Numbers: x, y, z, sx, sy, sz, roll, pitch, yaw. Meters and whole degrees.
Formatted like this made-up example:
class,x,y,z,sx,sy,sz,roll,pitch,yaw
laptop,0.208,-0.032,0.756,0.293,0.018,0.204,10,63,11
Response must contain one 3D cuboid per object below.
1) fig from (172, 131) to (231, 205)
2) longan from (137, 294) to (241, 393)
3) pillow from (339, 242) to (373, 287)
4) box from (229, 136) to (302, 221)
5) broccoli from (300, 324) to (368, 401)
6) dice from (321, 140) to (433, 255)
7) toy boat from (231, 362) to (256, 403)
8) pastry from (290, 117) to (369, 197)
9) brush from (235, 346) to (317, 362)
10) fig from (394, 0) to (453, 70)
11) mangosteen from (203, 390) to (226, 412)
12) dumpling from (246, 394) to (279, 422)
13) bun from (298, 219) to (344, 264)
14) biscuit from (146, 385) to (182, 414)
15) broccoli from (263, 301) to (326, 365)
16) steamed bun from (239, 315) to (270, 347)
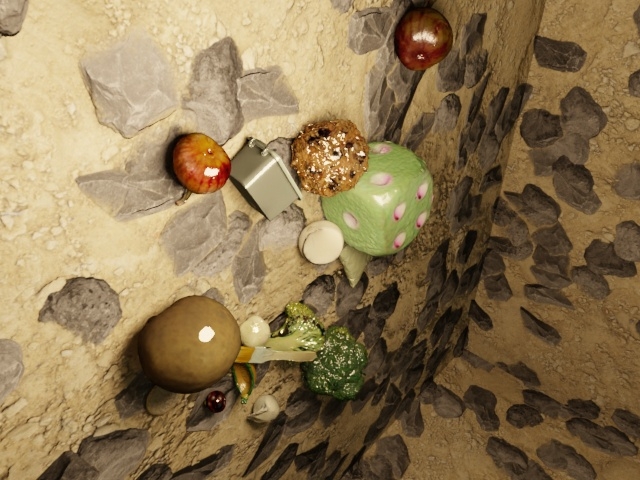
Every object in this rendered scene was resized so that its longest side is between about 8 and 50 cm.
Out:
class,x,y,z,sx,sy,sz,roll,pitch,yaw
fig,-0.311,-0.185,1.396,0.202,0.149,0.148,86,28,-55
longan,-0.384,0.308,1.545,0.297,0.297,0.297,-33,137,-37
pillow,0.174,0.023,2.264,0.281,0.076,0.274,-54,147,-23
box,-0.176,-0.177,1.583,0.135,0.163,0.243,-44,145,-10
broccoli,0.072,0.558,2.369,0.321,0.303,0.283,-53,176,-9
dice,0.216,-0.161,1.966,0.330,0.318,0.322,-40,142,-28
toy boat,-0.292,0.495,1.950,0.088,0.088,0.230,-46,131,-63
pastry,0.028,-0.274,1.735,0.274,0.193,0.275,-6,107,-19
brush,-0.157,0.427,1.950,0.336,0.020,0.085,11,119,-32
fig,0.389,-0.778,1.911,0.217,0.216,0.321,66,37,-50
mangosteen,-0.383,0.589,1.915,0.081,0.081,0.081,-33,137,-37
dumpling,-0.237,0.710,2.185,0.127,0.108,0.188,-44,168,15
bun,0.000,0.000,1.967,0.172,0.120,0.173,-6,119,-11
biscuit,-0.512,0.510,1.733,0.152,0.020,0.152,-31,134,-38
broccoli,-0.113,0.357,2.088,0.180,0.272,0.243,-95,180,-63
steamed bun,-0.238,0.345,1.921,0.112,0.090,0.130,-38,141,-28
